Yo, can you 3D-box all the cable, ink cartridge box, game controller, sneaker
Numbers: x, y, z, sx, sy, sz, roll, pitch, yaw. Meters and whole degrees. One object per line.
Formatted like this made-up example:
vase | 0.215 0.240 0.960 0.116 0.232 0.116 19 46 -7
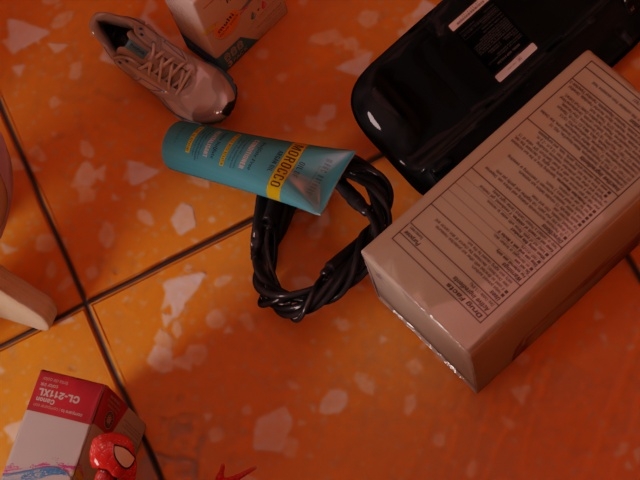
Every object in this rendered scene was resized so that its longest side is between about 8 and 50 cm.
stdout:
cable | 0.000 0.000 1.524 0.151 0.047 0.184 -7 55 20
ink cartridge box | -0.238 0.226 1.436 0.072 0.127 0.175 12 69 16
game controller | 0.185 -0.187 1.561 0.319 0.067 0.166 -42 81 -9
sneaker | -0.173 -0.183 1.627 0.191 0.083 0.071 32 93 23
ink cartridge box | -0.105 -0.266 1.602 0.061 0.181 0.104 39 78 23

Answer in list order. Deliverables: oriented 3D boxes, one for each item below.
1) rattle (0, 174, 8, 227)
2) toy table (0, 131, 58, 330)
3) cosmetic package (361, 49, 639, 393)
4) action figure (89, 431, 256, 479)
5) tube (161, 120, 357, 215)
rattle | -0.355 -0.086 1.418 0.130 0.142 0.199 3 64 20
toy table | -0.394 0.015 1.527 0.252 0.161 0.274 26 65 15
cosmetic package | 0.201 -0.017 1.461 0.296 0.129 0.153 -40 66 -9
action figure | -0.093 0.267 1.100 0.139 0.091 0.280 -14 87 -3
tube | -0.066 -0.077 1.553 0.207 0.052 0.080 14 68 32
